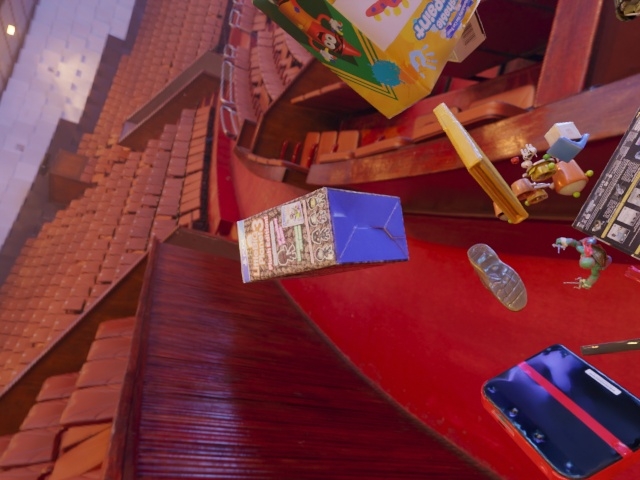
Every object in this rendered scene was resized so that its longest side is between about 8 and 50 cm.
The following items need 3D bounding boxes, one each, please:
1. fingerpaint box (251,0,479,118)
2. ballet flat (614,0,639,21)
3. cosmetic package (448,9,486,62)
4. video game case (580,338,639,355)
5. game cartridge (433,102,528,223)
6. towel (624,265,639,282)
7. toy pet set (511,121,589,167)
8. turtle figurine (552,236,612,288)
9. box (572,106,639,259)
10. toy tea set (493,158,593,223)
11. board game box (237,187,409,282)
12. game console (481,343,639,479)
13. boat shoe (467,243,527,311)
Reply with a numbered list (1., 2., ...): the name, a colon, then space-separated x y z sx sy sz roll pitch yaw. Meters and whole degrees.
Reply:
1. fingerpaint box: 0.139 -0.552 0.825 0.445 0.370 0.163 -61 18 -14
2. ballet flat: 0.516 -0.392 0.624 0.070 0.070 0.188 -66 -12 17
3. cosmetic package: 0.431 -0.757 1.460 0.129 0.153 0.296 -43 36 2
4. video game case: 1.072 0.350 1.334 0.275 0.247 0.035 129 141 -63
5. game cartridge: 0.454 -0.230 1.169 0.052 0.285 0.324 -38 37 24
6. towel: 0.885 0.133 0.934 0.199 0.274 0.031 -121 48 -68
7. toy pet set: 0.456 -0.165 0.772 0.114 0.122 0.065 102 156 -63
8. turtle figurine: 0.826 0.060 1.252 0.118 0.234 0.176 -23 83 47
9. box: 0.928 -0.140 1.077 0.318 0.097 0.396 50 128 55
10. toy tea set: 0.754 -0.152 1.396 0.336 0.199 0.125 109 150 -65
11. board game box: 0.000 0.000 0.874 0.290 0.231 0.141 -15 79 45
12. game console: 0.700 0.486 1.161 0.386 0.341 0.060 -130 18 -63
13. boat shoe: 0.387 0.085 0.880 0.064 0.060 0.178 -27 46 5
